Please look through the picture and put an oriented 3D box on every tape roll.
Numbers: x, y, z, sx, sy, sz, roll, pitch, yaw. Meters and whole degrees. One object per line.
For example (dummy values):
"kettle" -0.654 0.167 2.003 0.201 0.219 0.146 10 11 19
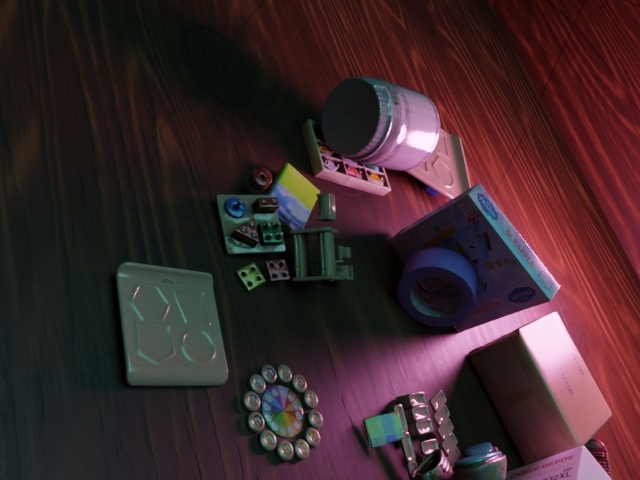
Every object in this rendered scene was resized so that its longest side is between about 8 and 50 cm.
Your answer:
"tape roll" 0.288 0.116 1.615 0.189 0.189 0.080 44 36 -13

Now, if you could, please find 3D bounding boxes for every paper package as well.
"paper package" 0.589 0.386 1.748 0.309 0.168 0.325 -7 66 -51

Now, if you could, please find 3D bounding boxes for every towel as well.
"towel" 0.129 0.385 1.343 0.083 0.009 0.060 -8 72 -23

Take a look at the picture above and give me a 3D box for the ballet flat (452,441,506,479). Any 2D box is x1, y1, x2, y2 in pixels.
"ballet flat" 0.342 0.483 1.350 0.316 0.108 0.106 29 44 -68

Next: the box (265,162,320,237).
"box" -0.072 -0.088 1.509 0.109 0.042 0.178 40 39 -16

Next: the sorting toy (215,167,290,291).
"sorting toy" -0.137 -0.032 1.355 0.132 0.046 0.274 -2 67 -30

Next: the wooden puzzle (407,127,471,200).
"wooden puzzle" 0.312 -0.278 2.063 0.348 0.080 0.322 24 45 -28

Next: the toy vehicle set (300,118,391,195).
"toy vehicle set" 0.071 -0.221 1.780 0.267 0.035 0.166 11 53 -43

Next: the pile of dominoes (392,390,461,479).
"pile of dominoes" 0.230 0.457 1.425 0.196 0.040 0.251 5 66 -46

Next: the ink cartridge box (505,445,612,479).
"ink cartridge box" 0.484 0.609 1.403 0.129 0.223 0.307 52 36 -1

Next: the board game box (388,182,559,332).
"board game box" 0.373 0.056 1.649 0.318 0.319 0.066 52 53 -3

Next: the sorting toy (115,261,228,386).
"sorting toy" -0.256 0.147 1.128 0.193 0.038 0.208 12 58 -42

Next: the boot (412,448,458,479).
"boot" 0.237 0.534 1.295 0.165 0.077 0.213 59 32 -6

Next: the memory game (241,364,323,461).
"memory game" -0.065 0.315 1.216 0.186 0.012 0.186 28 43 -30

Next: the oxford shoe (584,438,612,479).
"oxford shoe" 0.666 0.673 1.626 0.130 0.123 0.348 42 55 -41

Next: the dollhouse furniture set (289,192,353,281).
"dollhouse furniture set" 0.000 0.000 1.451 0.161 0.101 0.182 14 73 -71

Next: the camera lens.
"camera lens" 0.165 -0.303 1.732 0.274 0.219 0.219 2 60 -47
